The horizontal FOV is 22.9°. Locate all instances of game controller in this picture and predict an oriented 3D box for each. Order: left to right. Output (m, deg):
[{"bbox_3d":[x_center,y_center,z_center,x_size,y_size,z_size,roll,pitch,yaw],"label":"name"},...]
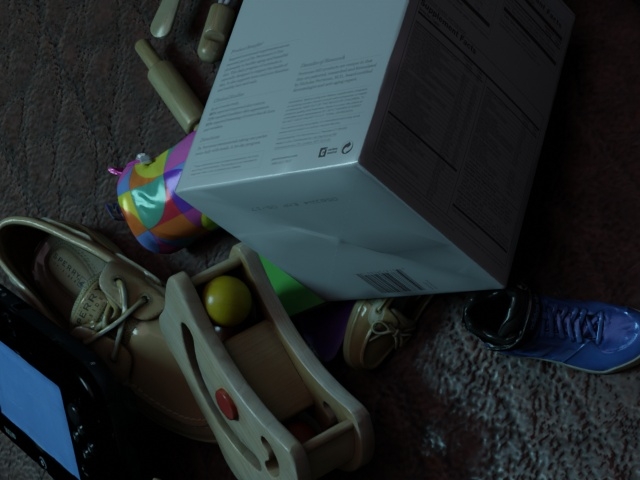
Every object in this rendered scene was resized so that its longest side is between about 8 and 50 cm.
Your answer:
[{"bbox_3d":[-0.258,0.144,1.461,0.319,0.067,0.166,26,123,51],"label":"game controller"}]

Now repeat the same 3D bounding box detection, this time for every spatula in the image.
[{"bbox_3d":[0.072,-0.029,1.390,0.296,0.030,0.084,-52,37,6],"label":"spatula"}]

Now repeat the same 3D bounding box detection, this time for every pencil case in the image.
[{"bbox_3d":[-0.084,-0.072,1.463,0.236,0.104,0.104,-25,62,23],"label":"pencil case"}]

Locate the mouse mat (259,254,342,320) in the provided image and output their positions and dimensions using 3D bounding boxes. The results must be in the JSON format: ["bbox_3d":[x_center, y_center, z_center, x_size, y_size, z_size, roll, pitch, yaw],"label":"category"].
[{"bbox_3d":[0.000,0.000,1.409,0.190,0.007,0.152,-22,46,31],"label":"mouse mat"}]

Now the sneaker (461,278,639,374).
[{"bbox_3d":[0.184,0.068,1.252,0.152,0.084,0.058,5,77,34],"label":"sneaker"}]

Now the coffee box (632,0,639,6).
[{"bbox_3d":[0.314,-0.235,1.256,0.141,0.098,0.246,-51,55,8],"label":"coffee box"}]

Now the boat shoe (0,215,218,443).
[{"bbox_3d":[-0.189,0.080,1.478,0.341,0.110,0.121,31,93,37],"label":"boat shoe"}]

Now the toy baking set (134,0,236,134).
[{"bbox_3d":[-0.090,-0.206,1.560,0.197,0.030,0.256,-44,62,7],"label":"toy baking set"}]

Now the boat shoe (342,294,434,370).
[{"bbox_3d":[0.074,0.049,1.351,0.048,0.056,0.153,31,85,41],"label":"boat shoe"}]

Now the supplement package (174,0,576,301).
[{"bbox_3d":[0.051,-0.114,1.280,0.199,0.198,0.262,-6,57,43],"label":"supplement package"}]

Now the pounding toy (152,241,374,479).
[{"bbox_3d":[-0.064,0.151,1.299,0.269,0.155,0.154,63,156,1],"label":"pounding toy"}]
